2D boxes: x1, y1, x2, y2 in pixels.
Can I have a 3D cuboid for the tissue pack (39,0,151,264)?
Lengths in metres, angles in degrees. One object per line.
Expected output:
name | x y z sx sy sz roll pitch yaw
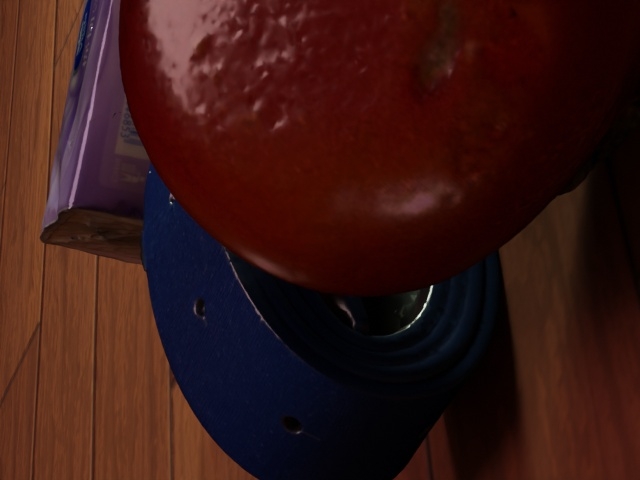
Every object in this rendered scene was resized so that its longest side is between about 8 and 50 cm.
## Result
tissue pack | -0.069 -0.146 1.540 0.160 0.242 0.338 147 134 -68

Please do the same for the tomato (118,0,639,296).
tomato | 0.046 -0.136 1.108 0.325 0.290 0.293 -48 -2 28

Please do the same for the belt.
belt | 0.000 0.000 1.286 0.347 0.212 0.117 -101 29 -44
